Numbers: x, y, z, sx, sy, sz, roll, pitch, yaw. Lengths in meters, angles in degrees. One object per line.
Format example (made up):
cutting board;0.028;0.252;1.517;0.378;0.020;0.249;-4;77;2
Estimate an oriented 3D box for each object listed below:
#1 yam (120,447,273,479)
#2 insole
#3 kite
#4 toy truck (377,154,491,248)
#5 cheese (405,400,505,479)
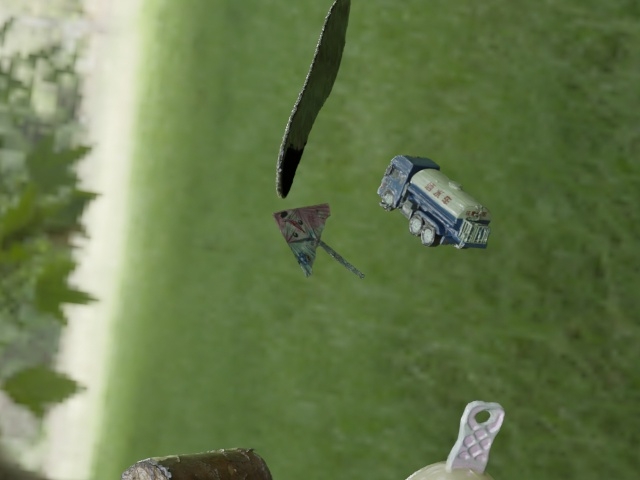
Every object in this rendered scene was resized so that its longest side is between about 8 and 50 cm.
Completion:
yam;-0.108;0.220;1.554;0.079;0.141;0.079;0;90;38
insole;-0.006;-0.174;2.015;0.348;0.009;0.119;-71;-13;-46
kite;0.000;0.000;2.379;0.005;0.152;0.137;-40;25;44
toy truck;0.159;-0.049;2.460;0.201;0.074;0.088;44;123;47
cheese;0.140;0.265;1.852;0.064;0.137;0.227;-125;47;-59
